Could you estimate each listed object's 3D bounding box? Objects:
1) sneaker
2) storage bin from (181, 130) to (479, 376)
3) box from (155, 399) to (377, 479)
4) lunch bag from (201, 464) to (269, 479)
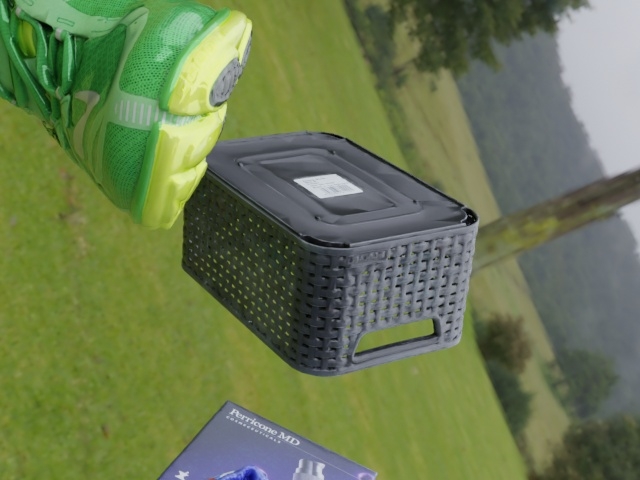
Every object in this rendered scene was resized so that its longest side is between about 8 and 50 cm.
[{"bbox_3d":[-0.121,-0.088,0.550,0.124,0.109,0.295,16,11,-28],"label":"sneaker"},{"bbox_3d":[0.000,0.000,0.722,0.180,0.122,0.084,35,-53,50],"label":"storage bin"},{"bbox_3d":[-0.065,0.246,0.925,0.153,0.108,0.207,24,27,10],"label":"box"},{"bbox_3d":[-0.058,0.263,0.447,0.138,0.221,0.293,-28,89,-41],"label":"lunch bag"}]
